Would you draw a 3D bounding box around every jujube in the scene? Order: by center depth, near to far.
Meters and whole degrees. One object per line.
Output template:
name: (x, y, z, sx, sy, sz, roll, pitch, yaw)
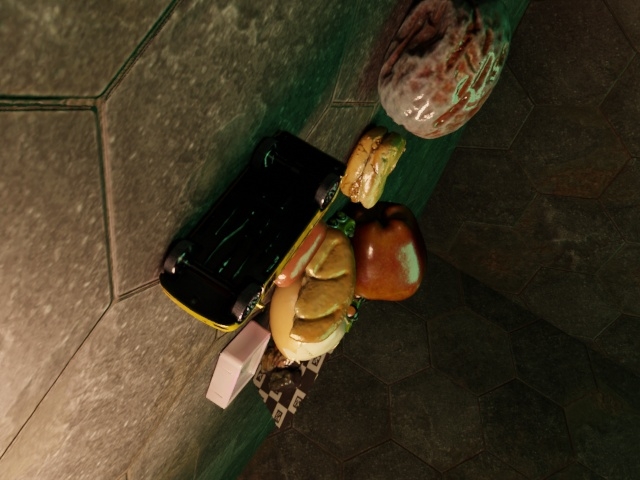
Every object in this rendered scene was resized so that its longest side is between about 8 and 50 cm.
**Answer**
jujube: (0.264, -0.376, 1.305, 0.215, 0.246, 0.308, 19, 122, -35)

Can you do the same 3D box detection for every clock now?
clock: (-0.208, 0.316, 1.578, 0.150, 0.063, 0.197, -46, 164, -50)

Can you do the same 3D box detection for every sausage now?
sausage: (-0.050, 0.023, 1.455, 0.194, 0.077, 0.077, -54, 168, -16)

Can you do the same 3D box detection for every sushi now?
sushi: (-0.103, 0.317, 1.777, 0.339, 0.068, 0.320, -58, -151, 7)

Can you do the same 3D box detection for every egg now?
egg: (-0.034, 0.185, 1.596, 0.201, 0.245, 0.201, -12, 165, -3)

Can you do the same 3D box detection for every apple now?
apple: (0.184, 0.036, 1.918, 0.288, 0.288, 0.317, -47, 140, -43)

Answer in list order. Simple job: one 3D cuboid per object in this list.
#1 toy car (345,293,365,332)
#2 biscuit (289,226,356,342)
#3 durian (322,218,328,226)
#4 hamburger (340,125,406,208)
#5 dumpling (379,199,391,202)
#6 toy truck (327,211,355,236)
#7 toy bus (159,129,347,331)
toy car: (0.103, 0.242, 2.529, 0.200, 0.142, 0.248, 79, 34, -75)
biscuit: (0.012, 0.106, 1.504, 0.045, 0.154, 0.299, 139, -40, -63)
durian: (-0.007, -0.006, 1.690, 0.066, 0.052, 0.130, 4, 122, -33)
hamburger: (0.134, -0.188, 1.587, 0.214, 0.108, 0.214, -55, 170, -15)
dumpling: (0.160, -0.049, 2.075, 0.217, 0.104, 0.149, -57, 176, 13)
toy truck: (0.053, -0.024, 1.760, 0.111, 0.077, 0.076, -47, 164, -45)
toy bus: (-0.097, -0.007, 0.979, 0.331, 0.145, 0.151, -54, 170, -23)
